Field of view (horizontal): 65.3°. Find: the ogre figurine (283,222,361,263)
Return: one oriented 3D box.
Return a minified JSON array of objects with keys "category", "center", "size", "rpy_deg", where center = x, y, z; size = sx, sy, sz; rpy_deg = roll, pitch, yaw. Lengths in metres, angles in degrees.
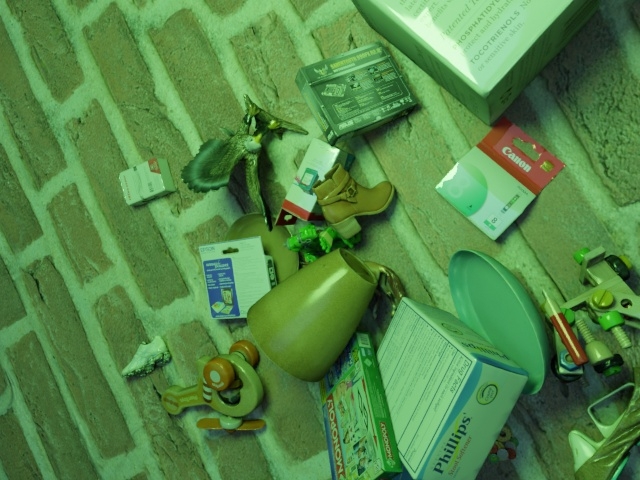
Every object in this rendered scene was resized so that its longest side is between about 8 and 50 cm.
[{"category":"ogre figurine","center":[0.000,0.000,1.207],"size":[0.118,0.197,0.097],"rpy_deg":[-16,98,40]}]

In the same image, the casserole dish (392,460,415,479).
[{"category":"casserole dish","center":[0.219,0.565,1.220],"size":[0.114,0.037,0.188],"rpy_deg":[12,95,18]}]

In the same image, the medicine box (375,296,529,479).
[{"category":"medicine box","center":[0.241,0.307,1.059],"size":[0.149,0.289,0.264],"rpy_deg":[19,101,-25]}]

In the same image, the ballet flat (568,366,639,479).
[{"category":"ballet flat","center":[0.607,0.409,1.046],"size":[0.124,0.116,0.342],"rpy_deg":[37,104,35]}]

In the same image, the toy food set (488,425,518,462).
[{"category":"toy food set","center":[0.413,0.471,1.155],"size":[0.083,0.020,0.083],"rpy_deg":[-32,82,18]}]

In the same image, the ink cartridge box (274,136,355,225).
[{"category":"ink cartridge box","center":[-0.013,-0.124,1.222],"size":[0.078,0.134,0.231],"rpy_deg":[29,102,16]}]

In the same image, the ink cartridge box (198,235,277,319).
[{"category":"ink cartridge box","center":[-0.213,0.100,1.312],"size":[0.206,0.045,0.208],"rpy_deg":[-7,95,27]}]

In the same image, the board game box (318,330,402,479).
[{"category":"board game box","center":[0.075,0.395,1.116],"size":[0.213,0.046,0.317],"rpy_deg":[-58,29,37]}]

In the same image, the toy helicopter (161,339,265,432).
[{"category":"toy helicopter","center":[-0.298,0.431,1.371],"size":[0.355,0.140,0.235],"rpy_deg":[-21,94,30]}]

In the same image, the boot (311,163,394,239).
[{"category":"boot","center":[0.080,-0.117,1.154],"size":[0.073,0.197,0.152],"rpy_deg":[4,134,55]}]

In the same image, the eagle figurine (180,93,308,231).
[{"category":"eagle figurine","center":[-0.185,-0.192,1.208],"size":[0.226,0.225,0.298],"rpy_deg":[14,76,12]}]

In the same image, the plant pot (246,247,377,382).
[{"category":"plant pot","center":[0.004,0.148,1.136],"size":[0.237,0.237,0.254],"rpy_deg":[46,106,12]}]

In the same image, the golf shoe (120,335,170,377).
[{"category":"golf shoe","center":[-0.517,0.344,1.468],"size":[0.176,0.069,0.086],"rpy_deg":[-30,62,15]}]

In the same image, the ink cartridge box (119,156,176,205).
[{"category":"ink cartridge box","center":[-0.495,-0.167,1.432],"size":[0.135,0.056,0.099],"rpy_deg":[-18,86,19]}]

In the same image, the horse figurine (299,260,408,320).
[{"category":"horse figurine","center":[0.088,0.113,1.232],"size":[0.263,0.066,0.175],"rpy_deg":[-10,92,25]}]

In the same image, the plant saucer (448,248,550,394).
[{"category":"plant saucer","center":[0.366,0.158,1.029],"size":[0.043,0.317,0.318],"rpy_deg":[-22,84,-10]}]

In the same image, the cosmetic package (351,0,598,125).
[{"category":"cosmetic package","center":[0.300,-0.498,0.992],"size":[0.394,0.329,0.327],"rpy_deg":[46,106,13]}]

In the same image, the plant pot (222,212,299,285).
[{"category":"plant pot","center":[-0.155,0.043,1.321],"size":[0.236,0.032,0.236],"rpy_deg":[4,98,26]}]

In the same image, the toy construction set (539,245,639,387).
[{"category":"toy construction set","center":[0.511,0.127,0.970],"size":[0.257,0.308,0.237],"rpy_deg":[-39,54,31]}]

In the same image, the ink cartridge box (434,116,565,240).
[{"category":"ink cartridge box","center":[0.399,-0.140,1.119],"size":[0.181,0.056,0.225],"rpy_deg":[44,107,13]}]

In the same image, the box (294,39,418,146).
[{"category":"box","center":[0.083,-0.342,1.154],"size":[0.231,0.056,0.183],"rpy_deg":[-26,82,-19]}]
